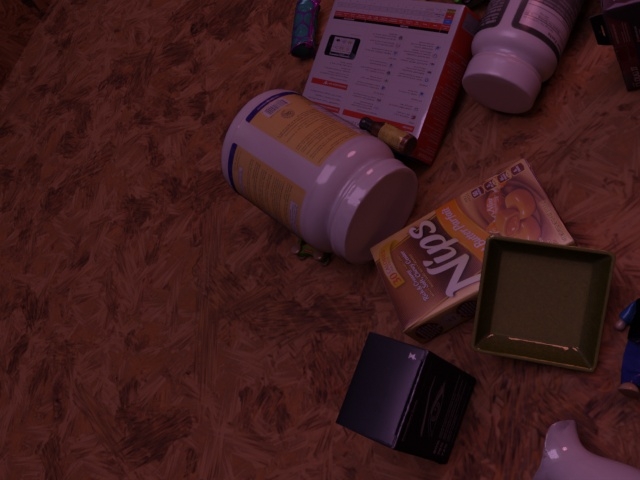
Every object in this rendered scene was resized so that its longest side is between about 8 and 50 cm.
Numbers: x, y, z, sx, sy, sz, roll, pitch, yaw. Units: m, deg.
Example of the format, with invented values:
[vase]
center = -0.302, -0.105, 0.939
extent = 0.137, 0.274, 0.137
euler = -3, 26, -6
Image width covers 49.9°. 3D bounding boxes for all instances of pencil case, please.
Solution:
[pencil case]
center = -0.035, -0.517, 1.677
extent = 0.070, 0.064, 0.151
euler = -21, 56, 44

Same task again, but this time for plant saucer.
[plant saucer]
center = 0.340, 0.093, 1.064
extent = 0.188, 0.045, 0.188
euler = 8, 100, 14

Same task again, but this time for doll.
[doll]
center = 0.490, 0.136, 1.000
extent = 0.129, 0.046, 0.189
euler = -3, 59, 44

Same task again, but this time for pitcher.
[pitcher]
center = 0.376, 0.373, 0.926
extent = 0.207, 0.125, 0.177
euler = 37, 111, 51

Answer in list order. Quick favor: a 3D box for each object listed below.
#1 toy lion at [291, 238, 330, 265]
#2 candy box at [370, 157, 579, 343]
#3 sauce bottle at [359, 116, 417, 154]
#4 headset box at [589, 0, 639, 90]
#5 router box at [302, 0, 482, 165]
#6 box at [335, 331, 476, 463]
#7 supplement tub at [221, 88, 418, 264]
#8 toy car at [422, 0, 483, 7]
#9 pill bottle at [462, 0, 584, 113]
[toy lion]
center = 0.000, 0.000, 1.417
extent = 0.100, 0.034, 0.096
euler = 13, 68, 38
[candy box]
center = 0.261, 0.022, 1.187
extent = 0.316, 0.087, 0.183
euler = -31, 55, 17
[sauce bottle]
center = 0.126, -0.204, 1.312
extent = 0.128, 0.042, 0.042
euler = 36, 89, 35
[headset box]
center = 0.582, -0.361, 1.076
extent = 0.293, 0.218, 0.110
euler = -8, 62, 32
[router box]
center = 0.127, -0.342, 1.420
extent = 0.335, 0.082, 0.301
euler = 24, 97, 40
[box]
center = 0.139, 0.249, 1.078
extent = 0.108, 0.207, 0.153
euler = 14, 76, 38
[supplement tub]
center = -0.004, -0.124, 1.326
extent = 0.331, 0.241, 0.241
euler = 36, 90, 29
[toy car]
center = 0.273, -0.495, 1.464
extent = 0.225, 0.053, 0.239
euler = -29, 55, 19
[pill bottle]
center = 0.377, -0.390, 1.268
extent = 0.161, 0.161, 0.283
euler = 18, 78, 39
